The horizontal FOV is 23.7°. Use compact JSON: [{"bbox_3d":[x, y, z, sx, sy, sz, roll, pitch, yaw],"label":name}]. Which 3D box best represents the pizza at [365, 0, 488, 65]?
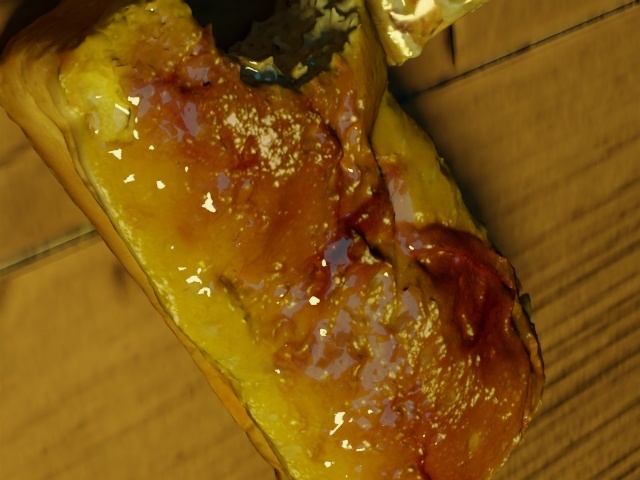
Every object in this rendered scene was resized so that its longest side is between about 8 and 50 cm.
[{"bbox_3d":[0.091,-0.168,0.784,0.176,0.036,0.184,10,116,-5],"label":"pizza"}]

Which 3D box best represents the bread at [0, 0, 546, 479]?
[{"bbox_3d":[0.000,0.000,0.781,0.185,0.109,0.380,-45,129,-17],"label":"bread"}]
